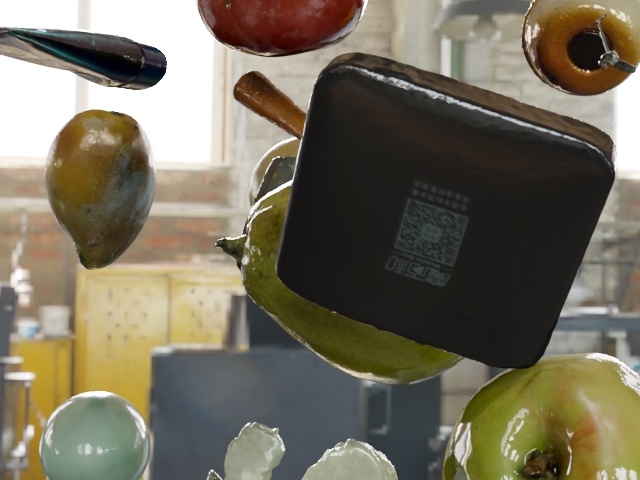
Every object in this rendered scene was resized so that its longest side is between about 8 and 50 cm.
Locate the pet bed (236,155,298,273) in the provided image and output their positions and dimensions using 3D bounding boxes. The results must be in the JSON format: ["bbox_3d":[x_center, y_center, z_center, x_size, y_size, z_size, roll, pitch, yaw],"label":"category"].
[{"bbox_3d":[0.000,0.000,1.804,0.159,0.211,0.183,4,-35,24],"label":"pet bed"}]

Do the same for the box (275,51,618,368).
[{"bbox_3d":[0.114,-0.025,1.224,0.290,0.289,0.073,18,38,6],"label":"box"}]

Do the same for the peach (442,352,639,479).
[{"bbox_3d":[0.276,0.280,1.423,0.281,0.314,0.315,29,5,22],"label":"peach"}]

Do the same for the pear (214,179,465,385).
[{"bbox_3d":[0.053,0.031,1.575,0.375,0.287,0.287,9,-3,-1],"label":"pear"}]

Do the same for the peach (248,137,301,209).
[{"bbox_3d":[-0.012,-0.082,2.182,0.232,0.233,0.232,1,-3,0],"label":"peach"}]

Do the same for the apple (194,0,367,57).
[{"bbox_3d":[-0.059,-0.379,1.815,0.260,0.217,0.260,-3,20,1],"label":"apple"}]

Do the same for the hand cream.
[{"bbox_3d":[-0.289,-0.213,1.394,0.120,0.061,0.270,6,0,35],"label":"hand cream"}]

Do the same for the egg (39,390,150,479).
[{"bbox_3d":[-0.346,0.317,1.938,0.168,0.168,0.231,1,3,-5],"label":"egg"}]

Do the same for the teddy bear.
[{"bbox_3d":[-0.026,0.398,1.782,0.375,0.327,0.362,-29,2,10],"label":"teddy bear"}]

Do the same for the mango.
[{"bbox_3d":[-0.362,-0.081,2.096,0.192,0.316,0.146,-26,47,-31],"label":"mango"}]

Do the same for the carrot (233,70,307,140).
[{"bbox_3d":[-0.050,-0.192,1.962,0.209,0.061,0.061,40,21,33],"label":"carrot"}]

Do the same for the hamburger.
[{"bbox_3d":[0.458,-0.349,2.157,0.236,0.237,0.147,0,34,14],"label":"hamburger"}]

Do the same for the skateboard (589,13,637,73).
[{"bbox_3d":[0.412,-0.275,1.772,0.063,0.083,0.032,13,-38,-34],"label":"skateboard"}]
